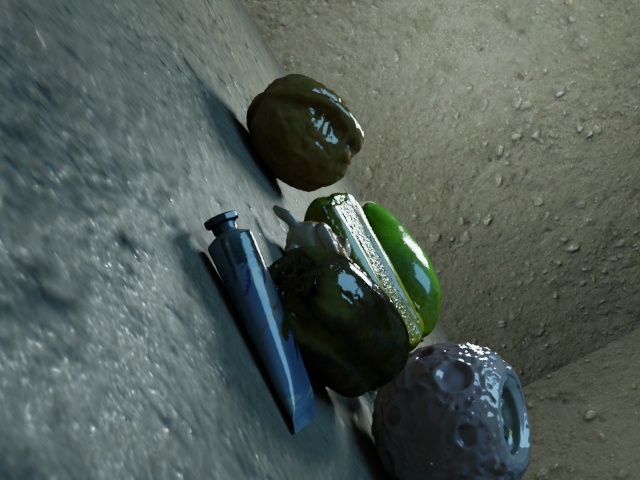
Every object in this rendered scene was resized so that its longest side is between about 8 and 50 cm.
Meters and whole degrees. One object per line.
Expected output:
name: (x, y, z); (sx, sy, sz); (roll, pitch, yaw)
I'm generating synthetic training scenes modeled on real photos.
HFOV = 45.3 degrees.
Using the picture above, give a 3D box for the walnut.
walnut: (-0.037, -0.232, 1.638); (0.257, 0.257, 0.224); (52, 44, -45)

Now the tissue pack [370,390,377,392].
tissue pack: (0.107, 0.246, 1.430); (0.083, 0.042, 0.062); (9, 71, -76)

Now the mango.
mango: (0.166, 0.069, 1.853); (0.225, 0.201, 0.381); (36, 30, -52)

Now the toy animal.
toy animal: (-0.014, -0.003, 1.415); (0.183, 0.104, 0.185); (53, 13, -4)

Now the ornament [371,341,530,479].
ornament: (0.197, 0.289, 1.198); (0.259, 0.225, 0.259); (31, 53, -54)

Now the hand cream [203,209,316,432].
hand cream: (-0.068, 0.094, 0.924); (0.271, 0.058, 0.091); (66, 12, 5)

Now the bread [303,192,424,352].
bread: (0.087, 0.077, 1.648); (0.383, 0.112, 0.166); (60, 29, 4)

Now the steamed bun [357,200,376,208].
steamed bun: (0.120, -0.032, 2.105); (0.169, 0.153, 0.239); (61, 11, 0)

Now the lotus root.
lotus root: (0.028, 0.114, 1.073); (0.275, 0.152, 0.160); (55, 1, -44)
